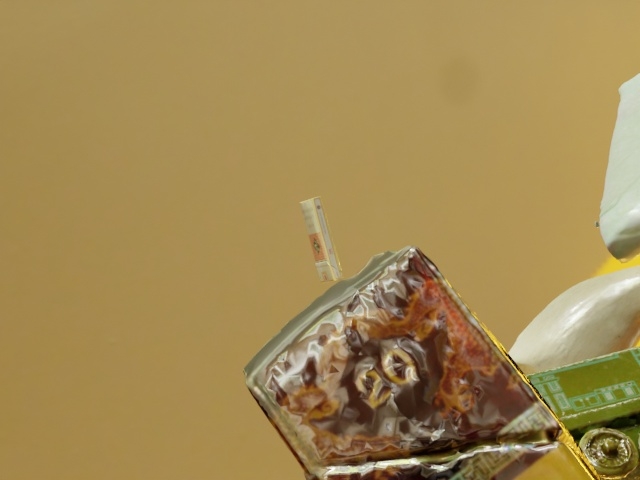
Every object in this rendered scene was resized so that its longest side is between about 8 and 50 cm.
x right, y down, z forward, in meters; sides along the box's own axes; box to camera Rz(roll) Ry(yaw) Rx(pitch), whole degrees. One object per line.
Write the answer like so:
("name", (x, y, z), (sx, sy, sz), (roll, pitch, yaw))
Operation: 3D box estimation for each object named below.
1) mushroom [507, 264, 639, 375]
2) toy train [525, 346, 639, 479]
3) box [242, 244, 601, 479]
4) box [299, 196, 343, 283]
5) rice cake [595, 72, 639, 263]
("mushroom", (0.263, 0.083, 1.670), (0.097, 0.212, 0.088), (56, -178, -4))
("toy train", (0.209, 0.162, 1.453), (0.225, 0.137, 0.090), (-12, -44, -17))
("box", (0.142, 0.211, 0.910), (0.415, 0.116, 0.264), (54, -176, 20))
("box", (0.000, 0.000, 1.751), (0.012, 0.046, 0.083), (-15, -90, -18))
("rice cake", (0.230, -0.077, 0.955), (0.037, 0.189, 0.198), (54, -163, -15))
